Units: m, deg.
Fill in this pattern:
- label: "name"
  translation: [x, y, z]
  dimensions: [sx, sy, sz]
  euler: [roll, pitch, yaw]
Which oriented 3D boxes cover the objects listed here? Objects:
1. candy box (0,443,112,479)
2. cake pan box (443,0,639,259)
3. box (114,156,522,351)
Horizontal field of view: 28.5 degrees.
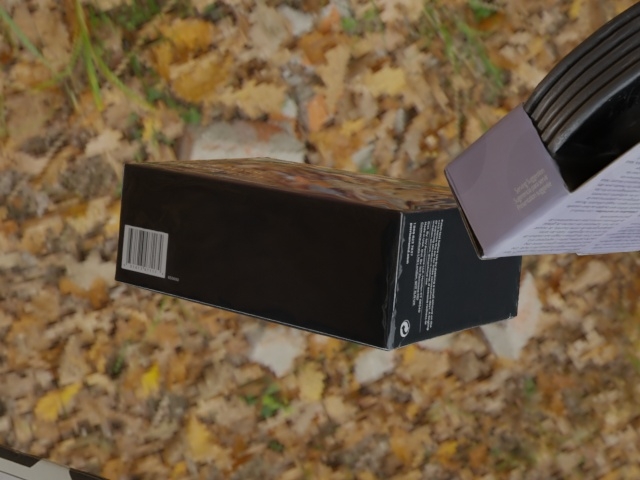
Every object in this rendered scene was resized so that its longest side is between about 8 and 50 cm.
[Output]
- label: "candy box"
  translation: [-0.018, 0.148, 0.414]
  dimensions: [0.233, 0.071, 0.159]
  euler: [15, 154, 17]
- label: "cake pan box"
  translation: [0.234, -0.077, 0.710]
  dimensions: [0.267, 0.070, 0.246]
  euler: [-3, 150, -43]
- label: "box"
  translation: [0.000, 0.000, 0.971]
  dimensions: [0.184, 0.261, 0.103]
  euler: [-4, 102, -54]
